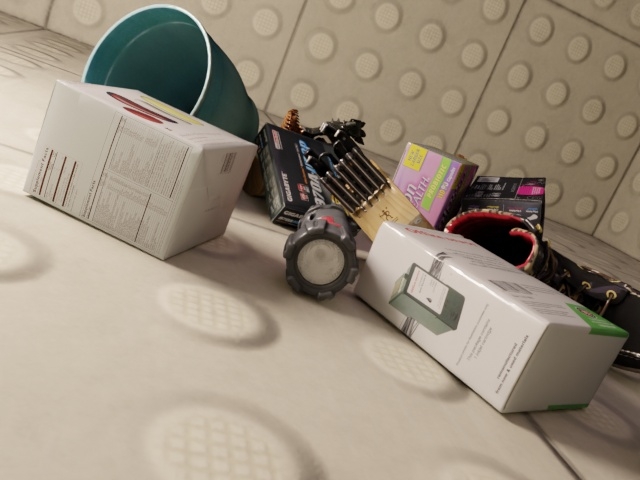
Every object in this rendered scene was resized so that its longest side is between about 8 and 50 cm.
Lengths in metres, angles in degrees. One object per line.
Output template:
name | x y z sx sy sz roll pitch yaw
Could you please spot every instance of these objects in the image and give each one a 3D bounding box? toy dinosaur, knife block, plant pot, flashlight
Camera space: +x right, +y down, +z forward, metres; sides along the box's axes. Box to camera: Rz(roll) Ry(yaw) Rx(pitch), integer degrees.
toy dinosaur | -0.018 -0.201 1.452 0.219 0.164 0.322 4 4 15
knife block | 0.087 -0.077 1.079 0.242 0.088 0.276 54 11 29
plant pot | -0.252 -0.250 1.171 0.272 0.271 0.255 29 1 25
flashlight | 0.000 0.000 0.939 0.103 0.103 0.304 48 7 -10

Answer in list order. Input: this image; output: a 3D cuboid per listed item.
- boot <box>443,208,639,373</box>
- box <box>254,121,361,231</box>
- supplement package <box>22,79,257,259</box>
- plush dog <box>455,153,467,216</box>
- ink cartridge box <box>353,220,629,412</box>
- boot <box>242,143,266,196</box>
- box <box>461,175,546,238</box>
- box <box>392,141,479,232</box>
boot | 0.398 0.078 1.032 0.284 0.138 0.377 30 2 -39
box | -0.025 -0.111 1.194 0.175 0.051 0.220 14 45 -32
supplement package | -0.226 -0.098 0.826 0.203 0.149 0.194 25 14 8
plush dog | 0.330 -0.084 1.619 0.225 0.210 0.262 45 -2 -40
ink cartridge box | 0.218 0.094 0.848 0.211 0.121 0.289 11 18 -40
boot | -0.097 -0.165 1.351 0.204 0.095 0.262 11 29 -38
box | 0.397 -0.048 1.361 0.164 0.142 0.247 4 17 20
box | 0.228 -0.086 1.345 0.117 0.213 0.243 26 14 18
